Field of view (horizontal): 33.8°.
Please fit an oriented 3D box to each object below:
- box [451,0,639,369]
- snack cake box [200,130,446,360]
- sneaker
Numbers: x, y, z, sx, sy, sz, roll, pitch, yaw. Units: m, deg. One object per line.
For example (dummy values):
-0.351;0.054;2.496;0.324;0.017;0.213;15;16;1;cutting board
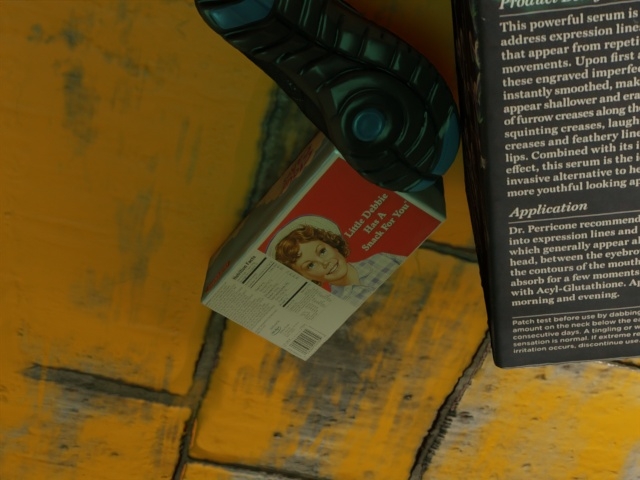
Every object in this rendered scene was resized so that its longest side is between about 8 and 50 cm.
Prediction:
0.236;-0.129;0.956;0.212;0.293;0.395;-6;127;5;box
0.000;0.000;1.189;0.152;0.089;0.264;32;122;-19;snack cake box
0.010;-0.182;1.029;0.125;0.139;0.341;-44;119;7;sneaker
